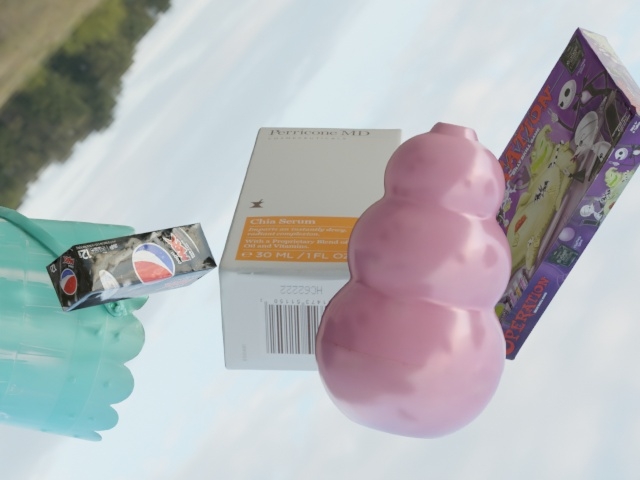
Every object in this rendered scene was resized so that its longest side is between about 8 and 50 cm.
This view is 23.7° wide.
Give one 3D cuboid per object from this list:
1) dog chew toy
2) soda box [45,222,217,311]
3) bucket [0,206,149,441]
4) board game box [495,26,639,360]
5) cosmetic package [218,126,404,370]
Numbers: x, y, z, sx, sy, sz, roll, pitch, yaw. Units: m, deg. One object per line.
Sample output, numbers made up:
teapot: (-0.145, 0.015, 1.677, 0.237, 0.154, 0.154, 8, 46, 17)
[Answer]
dog chew toy: (0.112, 0.039, 1.635, 0.206, 0.206, 0.332, -145, -114, -78)
soda box: (-0.191, 0.026, 1.561, 0.169, 0.053, 0.060, -12, 165, -44)
bucket: (-0.334, 0.096, 1.801, 0.281, 0.183, 0.281, -35, -130, 56)
board game box: (0.263, -0.054, 1.788, 0.208, 0.056, 0.347, -102, -145, -56)
cosmetic package: (0.000, 0.000, 2.144, 0.453, 0.230, 0.161, -82, 171, -62)
